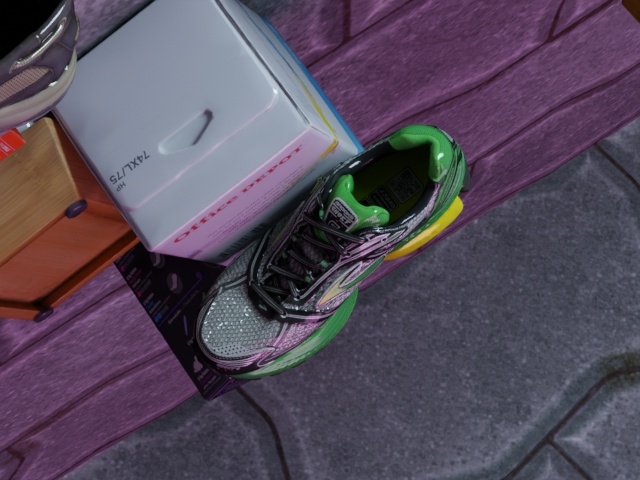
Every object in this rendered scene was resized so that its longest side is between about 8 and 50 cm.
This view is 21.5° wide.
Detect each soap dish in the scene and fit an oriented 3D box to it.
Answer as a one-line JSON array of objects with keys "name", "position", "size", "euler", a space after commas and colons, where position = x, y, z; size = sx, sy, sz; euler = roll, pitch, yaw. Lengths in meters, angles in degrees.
[{"name": "soap dish", "position": [-0.298, -0.017, 1.733], "size": [0.229, 0.118, 0.291], "euler": [-37, 167, 9]}]

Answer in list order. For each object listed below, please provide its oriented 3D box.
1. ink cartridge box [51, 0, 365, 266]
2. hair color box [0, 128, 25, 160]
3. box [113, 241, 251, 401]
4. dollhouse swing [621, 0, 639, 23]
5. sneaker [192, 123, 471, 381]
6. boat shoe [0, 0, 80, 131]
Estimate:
[{"name": "ink cartridge box", "position": [-0.106, -0.112, 1.693], "size": [0.198, 0.197, 0.270], "euler": [-37, 169, 8]}, {"name": "hair color box", "position": [-0.347, -0.076, 1.427], "size": [0.167, 0.093, 0.053], "euler": [-36, 167, -1]}, {"name": "box", "position": [-0.122, 0.026, 2.012], "size": [0.165, 0.270, 0.143], "euler": [-24, 163, -45]}, {"name": "dollhouse swing", "position": [0.441, -0.418, 1.956], "size": [0.347, 0.305, 0.315], "euler": [-54, -167, 16]}, {"name": "sneaker", "position": [0.000, 0.000, 1.692], "size": [0.343, 0.134, 0.146], "euler": [-44, 163, -3]}, {"name": "boat shoe", "position": [-0.329, -0.122, 1.273], "size": [0.355, 0.132, 0.130], "euler": [-37, 162, -37]}]
